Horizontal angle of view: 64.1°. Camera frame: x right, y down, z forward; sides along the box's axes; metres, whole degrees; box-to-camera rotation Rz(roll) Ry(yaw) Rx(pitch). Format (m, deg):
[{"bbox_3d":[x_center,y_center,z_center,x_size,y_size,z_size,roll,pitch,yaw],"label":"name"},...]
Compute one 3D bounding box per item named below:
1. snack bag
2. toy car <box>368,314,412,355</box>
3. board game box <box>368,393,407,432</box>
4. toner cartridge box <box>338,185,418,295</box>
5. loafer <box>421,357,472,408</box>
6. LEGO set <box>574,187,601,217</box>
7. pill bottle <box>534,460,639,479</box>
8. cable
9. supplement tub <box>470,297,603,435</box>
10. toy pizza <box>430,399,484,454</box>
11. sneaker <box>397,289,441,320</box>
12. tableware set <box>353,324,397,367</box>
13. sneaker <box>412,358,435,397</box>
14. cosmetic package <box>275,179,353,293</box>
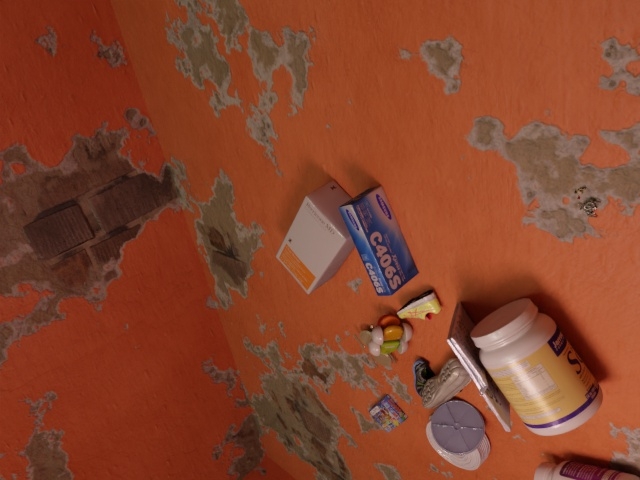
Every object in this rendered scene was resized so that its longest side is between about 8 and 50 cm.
[{"bbox_3d":[0.512,0.387,1.609,0.037,0.323,0.343,-33,89,22],"label":"snack bag"},{"bbox_3d":[0.268,0.370,2.031,0.136,0.159,0.182,-106,16,-44],"label":"toy car"},{"bbox_3d":[0.315,0.817,2.403,0.136,0.035,0.201,47,144,15],"label":"board game box"},{"bbox_3d":[0.206,0.003,1.774,0.075,0.165,0.348,-10,110,52],"label":"toner cartridge box"},{"bbox_3d":[0.476,0.547,1.912,0.111,0.112,0.319,14,138,-10],"label":"loafer"},{"bbox_3d":[0.657,-0.089,1.264,0.083,0.023,0.054,47,145,14],"label":"LEGO set"},{"bbox_3d":[0.844,0.797,1.614,0.301,0.169,0.169,-13,106,55],"label":"pill bottle"},{"bbox_3d":[0.547,0.796,2.050,0.257,0.089,0.257,44,144,18],"label":"cable"},{"bbox_3d":[0.617,0.361,1.483,0.331,0.241,0.241,55,146,2],"label":"supplement tub"},{"bbox_3d":[0.522,0.711,1.946,0.201,0.201,0.032,29,169,34],"label":"toy pizza"},{"bbox_3d":[0.359,0.258,1.862,0.094,0.081,0.208,53,145,2],"label":"sneaker"},{"bbox_3d":[0.243,0.458,2.206,0.128,0.039,0.194,-29,99,44],"label":"tableware set"},{"bbox_3d":[0.419,0.563,2.043,0.078,0.067,0.188,16,126,52],"label":"sneaker"},{"bbox_3d":[0.000,0.000,2.030,0.230,0.161,0.453,48,144,13],"label":"cosmetic package"}]
